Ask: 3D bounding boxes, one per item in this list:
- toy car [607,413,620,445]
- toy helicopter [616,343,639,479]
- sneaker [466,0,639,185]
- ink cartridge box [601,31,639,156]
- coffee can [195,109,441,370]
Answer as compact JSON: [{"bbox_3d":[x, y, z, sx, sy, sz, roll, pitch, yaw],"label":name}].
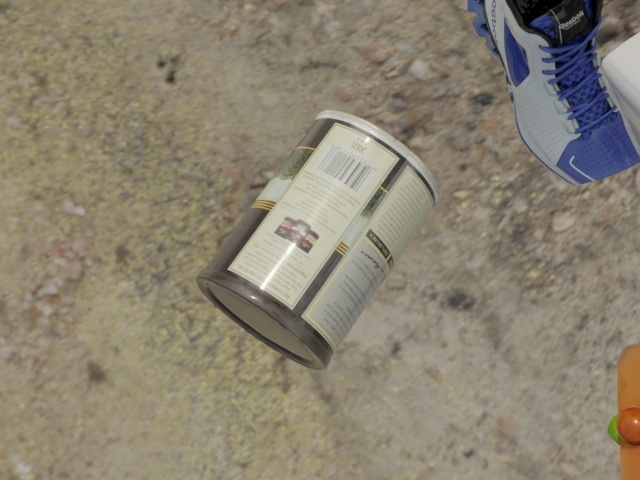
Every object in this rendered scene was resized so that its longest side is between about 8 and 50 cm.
[{"bbox_3d":[0.565,0.365,1.786,0.149,0.155,0.188,-27,121,-8],"label":"toy car"},{"bbox_3d":[0.419,0.267,1.255,0.235,0.355,0.140,31,131,-22],"label":"toy helicopter"},{"bbox_3d":[0.295,-0.218,1.392,0.127,0.182,0.315,-30,90,-5],"label":"sneaker"},{"bbox_3d":[0.237,0.038,0.381,0.117,0.278,0.201,-34,133,7],"label":"ink cartridge box"},{"bbox_3d":[0.000,0.000,1.449,0.202,0.201,0.275,32,74,15],"label":"coffee can"}]
